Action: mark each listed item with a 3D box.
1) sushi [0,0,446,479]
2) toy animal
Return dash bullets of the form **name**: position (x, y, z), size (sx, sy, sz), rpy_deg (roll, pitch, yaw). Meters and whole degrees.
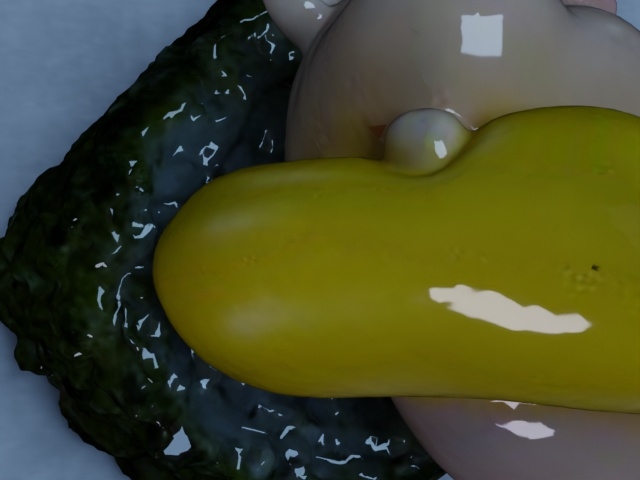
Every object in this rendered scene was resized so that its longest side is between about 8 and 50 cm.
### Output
- **sushi**: position (0.000, 0.000, 0.762), size (0.294, 0.178, 0.352), rpy_deg (45, 65, -15)
- **toy animal**: position (0.123, -0.015, 0.591), size (0.345, 0.277, 0.247), rpy_deg (30, 61, -20)
